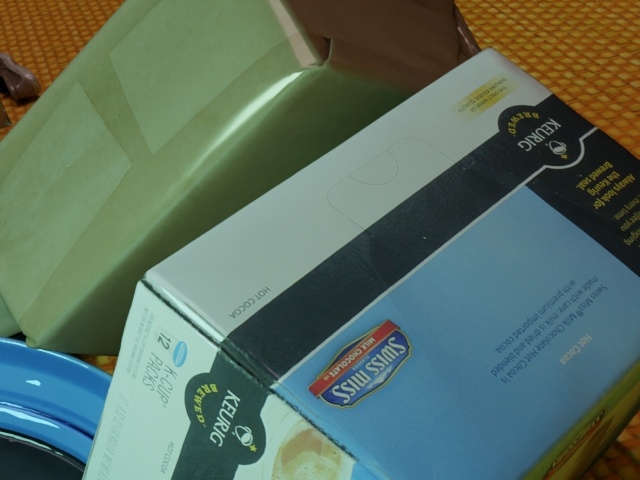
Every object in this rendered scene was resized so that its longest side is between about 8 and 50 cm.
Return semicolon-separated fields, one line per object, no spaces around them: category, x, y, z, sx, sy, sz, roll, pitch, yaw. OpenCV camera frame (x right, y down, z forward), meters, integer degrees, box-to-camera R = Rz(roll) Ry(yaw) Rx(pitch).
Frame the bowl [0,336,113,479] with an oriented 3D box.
bowl;-0.271;0.206;0.992;0.391;0.077;0.391;4;34;-3

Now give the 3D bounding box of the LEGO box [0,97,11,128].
LEGO box;-0.678;-0.151;1.821;0.500;0.193;0.372;-23;17;-25

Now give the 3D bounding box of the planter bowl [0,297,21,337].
planter bowl;-0.302;0.011;1.332;0.162;0.109;0.162;-12;21;5

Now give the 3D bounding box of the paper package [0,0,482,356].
paper package;-0.050;-0.060;1.169;0.309;0.325;0.168;11;42;-51

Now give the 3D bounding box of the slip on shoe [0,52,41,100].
slip on shoe;-0.431;-0.222;2.110;0.041;0.051;0.135;-35;38;-19

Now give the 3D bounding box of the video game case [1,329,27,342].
video game case;-0.308;0.051;1.437;0.248;0.035;0.275;-2;25;31

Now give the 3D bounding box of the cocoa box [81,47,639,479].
cocoa box;0.062;0.082;0.961;0.228;0.231;0.347;39;47;17
